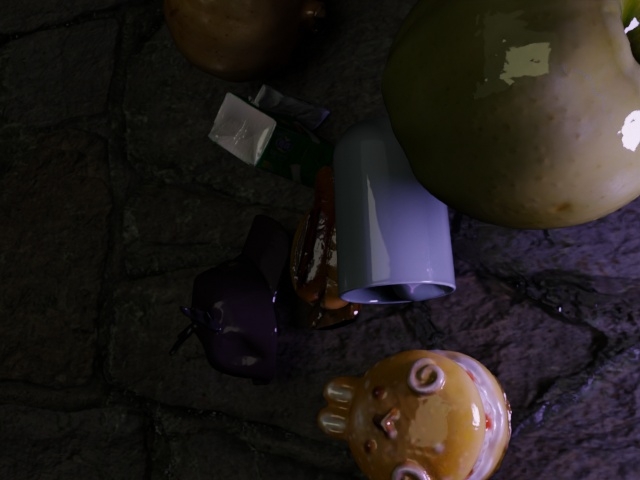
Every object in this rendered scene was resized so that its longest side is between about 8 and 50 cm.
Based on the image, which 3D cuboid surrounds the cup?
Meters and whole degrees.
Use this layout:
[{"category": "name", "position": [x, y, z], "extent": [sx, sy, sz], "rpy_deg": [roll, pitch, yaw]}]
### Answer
[{"category": "cup", "position": [0.127, -0.051, 1.814], "extent": [0.206, 0.205, 0.312], "rpy_deg": [-12, 74, 34]}]

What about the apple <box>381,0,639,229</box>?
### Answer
[{"category": "apple", "position": [0.325, -0.235, 1.557], "extent": [0.474, 0.474, 0.473], "rpy_deg": [-6, 79, 35]}]

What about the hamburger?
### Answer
[{"category": "hamburger", "position": [0.155, 0.305, 1.746], "extent": [0.303, 0.186, 0.260], "rpy_deg": [22, 95, 39]}]

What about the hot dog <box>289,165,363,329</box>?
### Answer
[{"category": "hot dog", "position": [0.005, 0.001, 1.950], "extent": [0.194, 0.107, 0.325], "rpy_deg": [-12, 75, 34]}]

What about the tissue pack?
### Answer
[{"category": "tissue pack", "position": [-0.080, -0.213, 1.984], "extent": [0.148, 0.209, 0.156], "rpy_deg": [31, 99, 36]}]

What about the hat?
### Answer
[{"category": "hat", "position": [-0.193, 0.107, 1.985], "extent": [0.238, 0.209, 0.336], "rpy_deg": [170, 105, -67]}]

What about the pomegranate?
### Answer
[{"category": "pomegranate", "position": [-0.137, -0.478, 2.020], "extent": [0.338, 0.338, 0.338], "rpy_deg": [-6, 79, 35]}]
